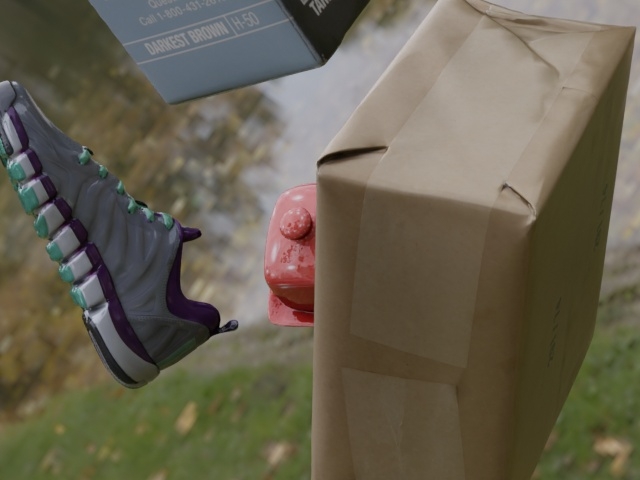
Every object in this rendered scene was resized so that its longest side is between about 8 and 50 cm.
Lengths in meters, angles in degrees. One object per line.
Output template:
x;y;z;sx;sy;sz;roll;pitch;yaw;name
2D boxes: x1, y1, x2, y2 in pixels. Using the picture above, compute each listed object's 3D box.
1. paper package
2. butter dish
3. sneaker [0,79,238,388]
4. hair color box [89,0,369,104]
0.119;0.016;1.556;0.309;0.168;0.325;-56;-26;-49;paper package
0.000;0.000;2.020;0.160;0.118;0.160;-1;71;30;butter dish
-0.141;-0.017;1.327;0.098;0.224;0.083;-27;9;-10;sneaker
-0.093;-0.266;0.877;0.113;0.374;0.185;-10;35;45;hair color box
